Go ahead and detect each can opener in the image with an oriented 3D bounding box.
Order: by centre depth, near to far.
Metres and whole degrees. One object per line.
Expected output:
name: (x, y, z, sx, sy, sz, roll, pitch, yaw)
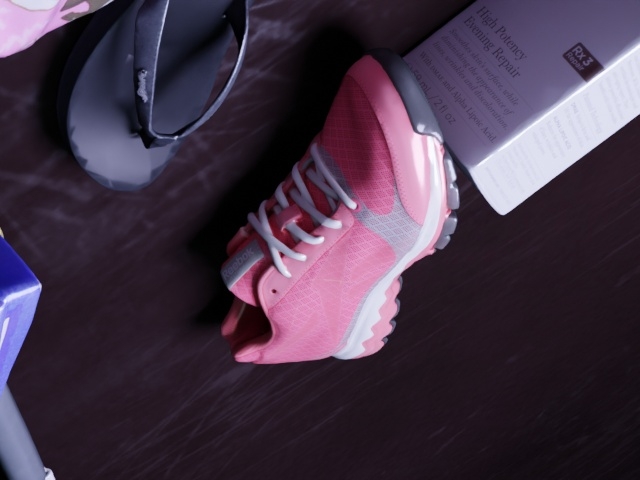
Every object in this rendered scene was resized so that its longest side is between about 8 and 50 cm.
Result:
can opener: (-0.243, 0.189, 0.943, 0.074, 0.093, 0.280, -23, 142, -16)

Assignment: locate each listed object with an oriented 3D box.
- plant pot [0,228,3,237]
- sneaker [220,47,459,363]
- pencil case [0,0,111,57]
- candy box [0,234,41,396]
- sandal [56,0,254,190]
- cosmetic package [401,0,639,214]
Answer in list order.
plant pot: (-0.235, 0.016, 0.726, 0.083, 0.081, 0.081, -18, 146, -4)
sneaker: (0.000, 0.001, 0.877, 0.136, 0.116, 0.314, -14, 145, -23)
pencil case: (-0.037, -0.205, 0.535, 0.386, 0.160, 0.167, -26, 148, -11)
candy box: (-0.290, -0.013, 0.362, 0.268, 0.317, 0.122, -23, 149, -43)
sandal: (-0.077, -0.122, 0.703, 0.097, 0.054, 0.254, -1, 135, -42)
cosmetic package: (0.177, -0.137, 0.857, 0.231, 0.117, 0.085, -39, 147, 5)
